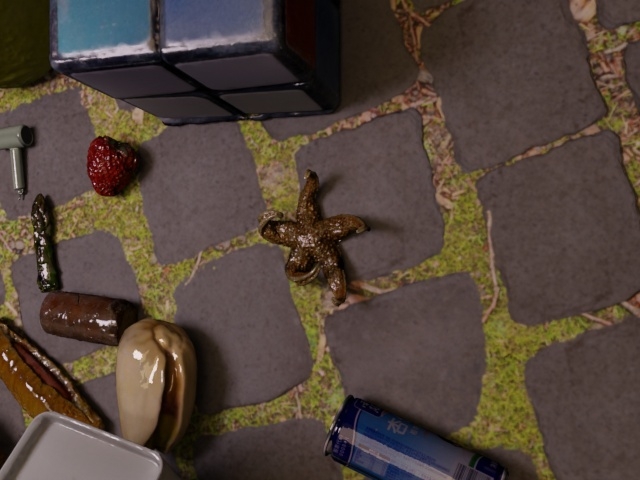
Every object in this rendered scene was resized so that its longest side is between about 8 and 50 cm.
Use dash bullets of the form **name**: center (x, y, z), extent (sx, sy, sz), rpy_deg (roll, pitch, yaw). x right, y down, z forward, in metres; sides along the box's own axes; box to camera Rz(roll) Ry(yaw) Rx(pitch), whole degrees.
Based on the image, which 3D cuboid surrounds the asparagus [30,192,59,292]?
- **asparagus**: center (-0.454, 0.003, 1.209), extent (0.036, 0.030, 0.165), rpy_deg (-10, 85, 38)

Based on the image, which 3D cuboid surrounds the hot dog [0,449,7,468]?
- **hot dog**: center (-0.669, 0.382, 1.194), extent (0.349, 0.117, 0.158), rpy_deg (-27, 99, 14)

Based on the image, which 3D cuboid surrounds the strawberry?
- **strawberry**: center (-0.331, -0.116, 1.164), extent (0.083, 0.083, 0.096), rpy_deg (14, 96, 16)

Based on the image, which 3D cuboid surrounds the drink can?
- **drink can**: center (0.127, 0.300, 0.997), extent (0.235, 0.097, 0.097), rpy_deg (21, 91, 16)

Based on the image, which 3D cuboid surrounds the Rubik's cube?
- **Rubik's cube**: center (-0.154, -0.350, 1.008), extent (0.316, 0.313, 0.318), rpy_deg (-2, 86, 15)

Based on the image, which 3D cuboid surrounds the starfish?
- **starfish**: center (0.000, 0.001, 1.064), extent (0.146, 0.074, 0.190), rpy_deg (-35, 78, 11)

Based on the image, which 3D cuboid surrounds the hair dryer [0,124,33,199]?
- **hair dryer**: center (-0.514, -0.129, 1.237), extent (0.063, 0.038, 0.124), rpy_deg (-5, 92, 16)

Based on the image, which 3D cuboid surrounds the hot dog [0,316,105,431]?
- **hot dog**: center (-0.460, 0.227, 1.176), extent (0.289, 0.068, 0.083), rpy_deg (40, 103, 13)

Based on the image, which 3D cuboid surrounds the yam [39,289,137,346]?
- **yam**: center (-0.360, 0.122, 1.153), extent (0.141, 0.079, 0.079), rpy_deg (5, 87, 16)

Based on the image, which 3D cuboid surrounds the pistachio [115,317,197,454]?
- **pistachio**: center (-0.247, 0.215, 1.099), extent (0.145, 0.117, 0.200), rpy_deg (8, 100, 52)

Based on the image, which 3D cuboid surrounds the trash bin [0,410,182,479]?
- **trash bin**: center (-0.255, 0.392, 0.935), extent (0.296, 0.367, 0.256), rpy_deg (18, 56, 14)

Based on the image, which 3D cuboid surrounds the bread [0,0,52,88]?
- **bread**: center (-0.568, -0.411, 1.128), extent (0.348, 0.308, 0.348), rpy_deg (0, 90, 20)
